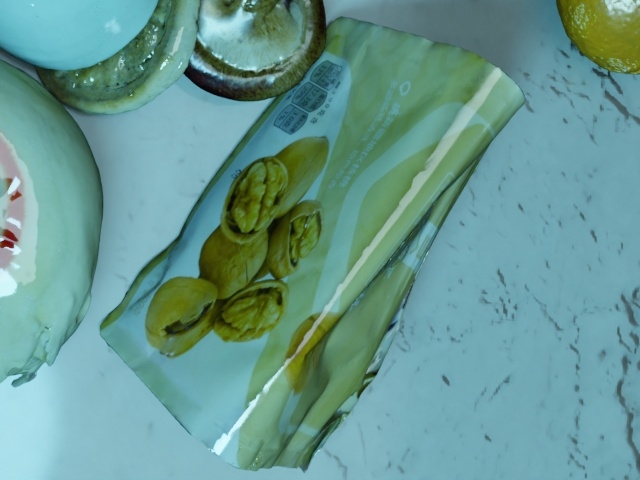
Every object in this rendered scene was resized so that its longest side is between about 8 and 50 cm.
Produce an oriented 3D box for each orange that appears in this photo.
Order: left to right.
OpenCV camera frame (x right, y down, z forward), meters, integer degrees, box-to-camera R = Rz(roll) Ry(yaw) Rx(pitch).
[{"bbox_3d":[0.244,-0.195,1.031,0.135,0.117,0.135,0,93,-5],"label":"orange"}]

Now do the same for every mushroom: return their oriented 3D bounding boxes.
[{"bbox_3d":[-0.058,-0.161,0.983,0.127,0.087,0.127,0,90,-12],"label":"mushroom"}]

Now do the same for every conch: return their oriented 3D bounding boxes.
[{"bbox_3d":[-0.207,-0.221,0.919,0.121,0.185,0.221,-25,79,-45],"label":"conch"}]

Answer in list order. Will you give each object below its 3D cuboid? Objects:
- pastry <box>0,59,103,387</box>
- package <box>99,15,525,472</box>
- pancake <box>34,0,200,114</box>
[{"bbox_3d":[-0.274,-0.012,0.928,0.265,0.133,0.265,-2,98,-11],"label":"pastry"},{"bbox_3d":[0.020,0.016,0.976,0.165,0.221,0.311,37,86,-33],"label":"package"},{"bbox_3d":[-0.152,-0.164,0.962,0.151,0.025,0.151,0,90,26],"label":"pancake"}]
